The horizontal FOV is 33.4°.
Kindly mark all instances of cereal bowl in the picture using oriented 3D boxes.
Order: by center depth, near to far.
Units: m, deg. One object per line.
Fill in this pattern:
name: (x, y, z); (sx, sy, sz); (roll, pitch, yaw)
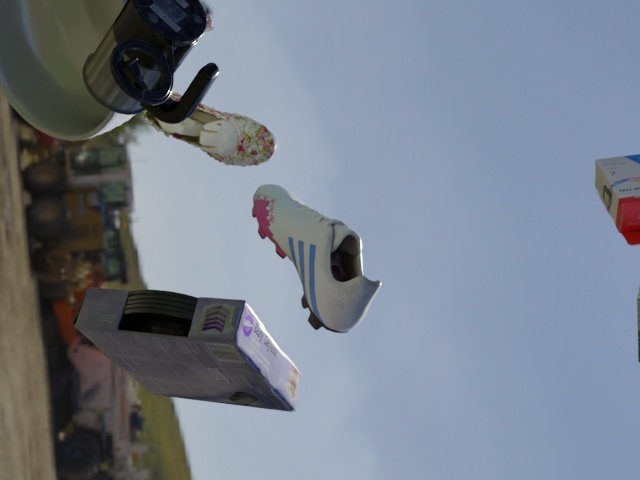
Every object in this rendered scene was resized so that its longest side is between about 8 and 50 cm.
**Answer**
cereal bowl: (-0.310, -0.308, 1.383); (0.339, 0.141, 0.339); (19, -58, 34)

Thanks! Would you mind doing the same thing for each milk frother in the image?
milk frother: (-0.193, -0.176, 1.095); (0.129, 0.143, 0.135); (55, -45, 8)

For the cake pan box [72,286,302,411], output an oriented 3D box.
cake pan box: (-0.179, 0.154, 1.491); (0.267, 0.245, 0.070); (58, 39, -55)

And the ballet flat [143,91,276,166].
ballet flat: (-0.182, -0.169, 1.668); (0.241, 0.077, 0.091); (20, -70, 29)

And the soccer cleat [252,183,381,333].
soccer cleat: (0.000, 0.000, 1.752); (0.143, 0.116, 0.331); (-53, -130, 29)

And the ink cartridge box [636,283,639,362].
ink cartridge box: (0.613, 0.049, 1.797); (0.201, 0.117, 0.278); (69, 36, -49)

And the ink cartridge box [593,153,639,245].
ink cartridge box: (0.675, -0.089, 2.248); (0.231, 0.134, 0.078); (-101, -176, -55)

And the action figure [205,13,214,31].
action figure: (-0.228, -0.486, 1.685); (0.276, 0.370, 0.248); (46, -32, -3)
